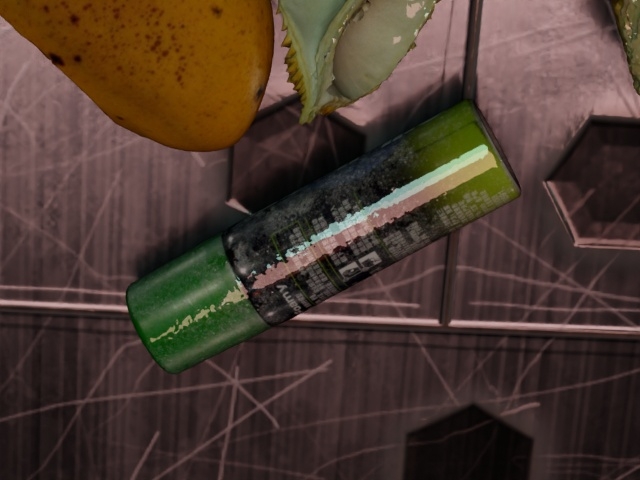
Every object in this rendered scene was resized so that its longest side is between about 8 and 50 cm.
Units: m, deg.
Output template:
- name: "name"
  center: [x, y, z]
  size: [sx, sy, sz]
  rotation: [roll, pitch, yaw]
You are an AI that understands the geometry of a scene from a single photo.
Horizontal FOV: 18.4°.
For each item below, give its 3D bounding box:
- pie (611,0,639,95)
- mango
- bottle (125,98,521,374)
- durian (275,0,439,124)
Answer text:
- name: "pie"
  center: [0.348, -0.186, 1.472]
  size: [0.308, 0.085, 0.308]
  rotation: [-2, 115, -3]
- name: "mango"
  center: [-0.141, -0.194, 1.510]
  size: [0.191, 0.160, 0.290]
  rotation: [-39, 112, 4]
- name: "bottle"
  center: [0.000, 0.000, 1.622]
  size: [0.330, 0.093, 0.093]
  rotation: [-28, 110, 8]
- name: "durian"
  center: [0.043, -0.208, 1.518]
  size: [0.144, 0.139, 0.252]
  rotation: [31, 100, -18]
